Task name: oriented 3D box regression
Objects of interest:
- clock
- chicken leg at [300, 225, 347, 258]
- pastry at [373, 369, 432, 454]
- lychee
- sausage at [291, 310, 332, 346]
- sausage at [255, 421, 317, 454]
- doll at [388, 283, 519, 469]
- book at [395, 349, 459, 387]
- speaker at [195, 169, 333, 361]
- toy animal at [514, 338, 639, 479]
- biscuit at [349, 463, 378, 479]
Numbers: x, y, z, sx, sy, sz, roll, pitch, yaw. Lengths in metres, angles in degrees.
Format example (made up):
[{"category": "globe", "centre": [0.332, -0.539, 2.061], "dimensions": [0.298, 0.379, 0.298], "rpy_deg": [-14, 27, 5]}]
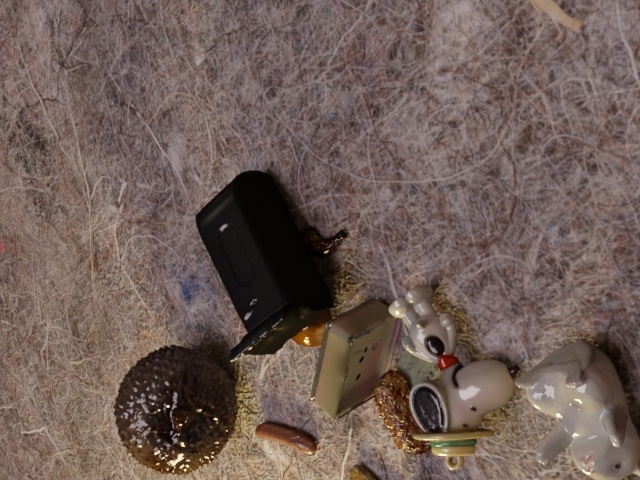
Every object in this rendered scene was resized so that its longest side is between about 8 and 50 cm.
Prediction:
[{"category": "clock", "centre": [0.066, 0.216, 1.812], "dimensions": [0.071, 0.147, 0.192], "rpy_deg": [33, 128, 31]}, {"category": "chicken leg", "centre": [0.000, 0.005, 1.897], "dimensions": [0.145, 0.037, 0.062], "rpy_deg": [7, 97, 50]}, {"category": "pastry", "centre": [0.147, 0.324, 1.819], "dimensions": [0.087, 0.063, 0.169], "rpy_deg": [-29, 86, 60]}, {"category": "lychee", "centre": [-0.325, 0.378, 2.247], "dimensions": [0.300, 0.300, 0.300], "rpy_deg": [22, 121, 43]}, {"category": "sausage", "centre": [-0.081, 0.114, 1.979], "dimensions": [0.274, 0.105, 0.105], "rpy_deg": [37, 130, 34]}, {"category": "sausage", "centre": [-0.078, 0.428, 2.148], "dimensions": [0.186, 0.043, 0.043], "rpy_deg": [6, 109, 48]}, {"category": "doll", "centre": [0.198, 0.226, 1.669], "dimensions": [0.271, 0.144, 0.208], "rpy_deg": [43, 98, 23]}, {"category": "book", "centre": [0.213, 0.253, 1.759], "dimensions": [0.182, 0.014, 0.127], "rpy_deg": [50, 136, 24]}, {"category": "speaker", "centre": [-0.134, 0.042, 1.856], "dimensions": [0.180, 0.184, 0.388], "rpy_deg": [-41, 58, 20]}, {"category": "toy animal", "centre": [0.408, 0.292, 1.452], "dimensions": [0.140, 0.138, 0.283], "rpy_deg": [-22, 89, 46]}, {"category": "biscuit", "centre": [0.094, 0.577, 2.020], "dimensions": [0.131, 0.026, 0.237], "rpy_deg": [39, 132, 35]}]
